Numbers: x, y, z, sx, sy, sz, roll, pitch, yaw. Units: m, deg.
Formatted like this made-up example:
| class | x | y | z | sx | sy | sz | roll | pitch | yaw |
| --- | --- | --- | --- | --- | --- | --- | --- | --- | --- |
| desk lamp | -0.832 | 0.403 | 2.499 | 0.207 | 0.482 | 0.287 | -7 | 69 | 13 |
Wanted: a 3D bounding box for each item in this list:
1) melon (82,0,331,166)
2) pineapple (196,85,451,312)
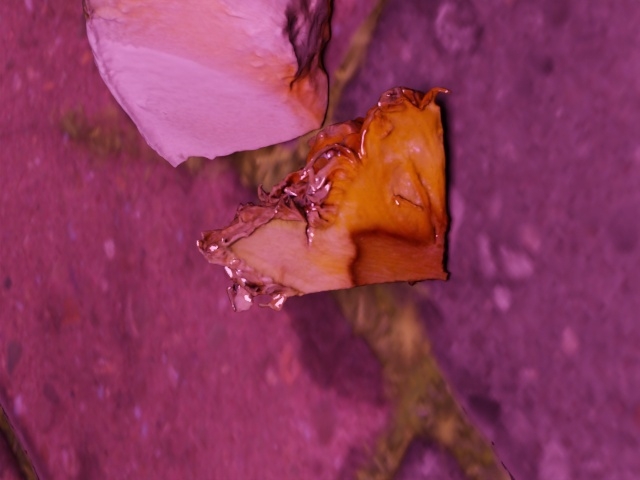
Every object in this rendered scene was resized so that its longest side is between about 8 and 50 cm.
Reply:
| class | x | y | z | sx | sy | sz | roll | pitch | yaw |
| --- | --- | --- | --- | --- | --- | --- | --- | --- | --- |
| melon | -0.043 | -0.121 | 0.672 | 0.093 | 0.139 | 0.202 | 16 | 101 | 26 |
| pineapple | 0.000 | 0.000 | 0.632 | 0.077 | 0.114 | 0.114 | 55 | 135 | 11 |
